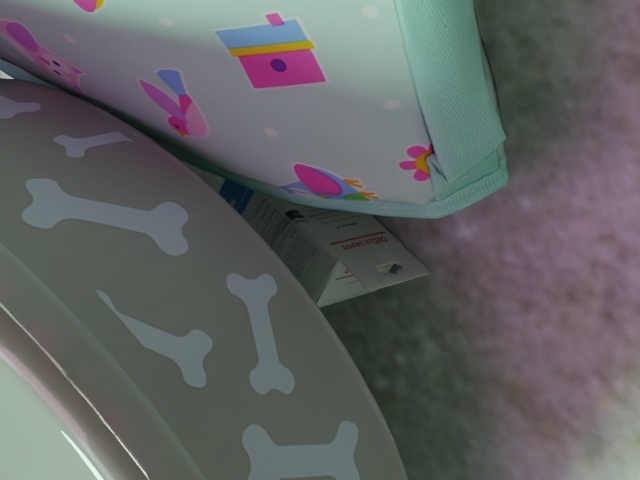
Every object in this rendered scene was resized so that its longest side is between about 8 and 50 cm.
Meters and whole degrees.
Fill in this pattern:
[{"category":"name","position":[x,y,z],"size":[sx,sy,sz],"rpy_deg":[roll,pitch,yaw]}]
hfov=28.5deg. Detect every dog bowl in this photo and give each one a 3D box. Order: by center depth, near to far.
[{"category":"dog bowl","position":[-0.107,0.090,0.524],"size":[0.348,0.102,0.349],"rpy_deg":[29,140,29]}]

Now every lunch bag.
[{"category":"lunch bag","position":[-0.049,-0.133,0.422],"size":[0.262,0.160,0.223],"rpy_deg":[32,159,31]}]

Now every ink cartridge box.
[{"category":"ink cartridge box","position":[0.000,0.000,0.529],"size":[0.083,0.048,0.028],"rpy_deg":[44,122,24]}]
